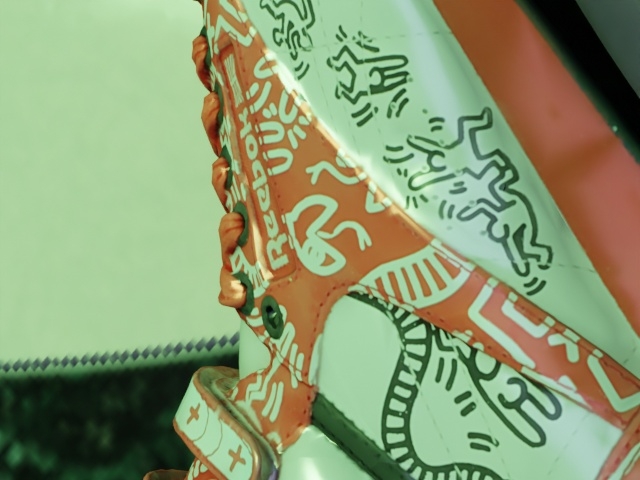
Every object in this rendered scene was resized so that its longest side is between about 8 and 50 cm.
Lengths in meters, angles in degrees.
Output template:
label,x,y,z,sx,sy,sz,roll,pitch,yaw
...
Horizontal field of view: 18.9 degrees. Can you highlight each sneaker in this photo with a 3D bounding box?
label,x,y,z,sx,sy,sz,roll,pitch,yaw
sneaker,0.000,0.001,0.410,0.145,0.090,0.270,-38,75,16
